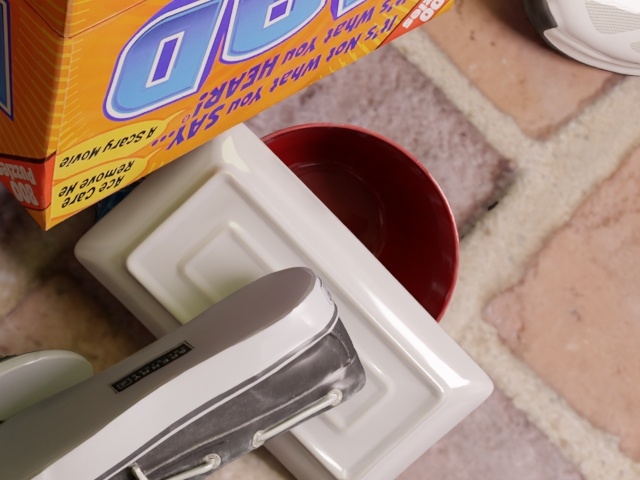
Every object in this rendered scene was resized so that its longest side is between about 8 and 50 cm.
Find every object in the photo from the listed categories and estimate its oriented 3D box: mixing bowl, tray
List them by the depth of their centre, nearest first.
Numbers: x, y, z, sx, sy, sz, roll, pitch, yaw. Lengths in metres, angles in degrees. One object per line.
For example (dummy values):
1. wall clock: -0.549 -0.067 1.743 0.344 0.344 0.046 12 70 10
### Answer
1. tray: -0.023 0.056 1.274 0.145 0.030 0.270 -42 101 8
2. mixing bowl: 0.000 0.000 1.327 0.181 0.098 0.181 -1 103 -3

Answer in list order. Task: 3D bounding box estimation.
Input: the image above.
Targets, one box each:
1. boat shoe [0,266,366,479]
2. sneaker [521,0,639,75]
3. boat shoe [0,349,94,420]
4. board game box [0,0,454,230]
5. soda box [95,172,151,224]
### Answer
1. boat shoe: -0.113 0.135 1.213 0.306 0.113 0.105 -32 111 -14
2. sneaker: 0.396 -0.204 1.497 0.448 0.257 0.169 1 96 -24
3. boat shoe: -0.216 0.094 1.241 0.142 0.049 0.040 -12 34 -33
4. board game box: -0.121 -0.304 1.173 0.356 0.356 0.356 -31 66 -30
5. soda box: -0.117 -0.113 1.363 0.067 0.071 0.210 8 64 -20
